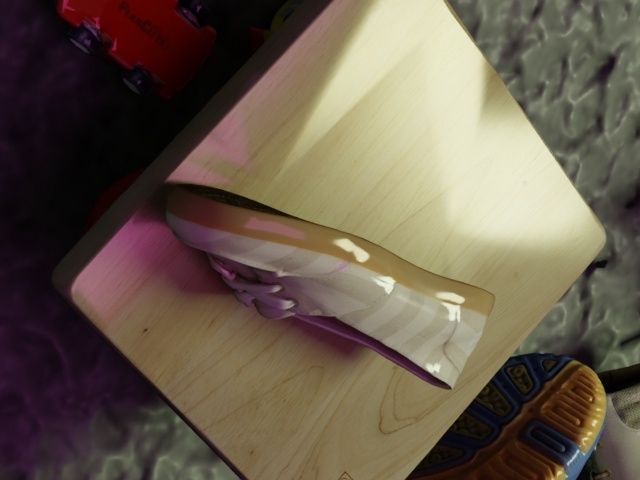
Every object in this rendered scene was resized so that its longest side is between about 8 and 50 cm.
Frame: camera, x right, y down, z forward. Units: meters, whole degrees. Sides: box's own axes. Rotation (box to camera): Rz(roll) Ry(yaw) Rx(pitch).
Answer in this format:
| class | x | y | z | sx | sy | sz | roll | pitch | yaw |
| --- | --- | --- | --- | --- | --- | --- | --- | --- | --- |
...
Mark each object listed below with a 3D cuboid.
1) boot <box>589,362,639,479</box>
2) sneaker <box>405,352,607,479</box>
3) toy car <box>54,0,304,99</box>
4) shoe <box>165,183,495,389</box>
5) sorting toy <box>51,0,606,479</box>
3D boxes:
| class | x | y | z | sx | sy | sz | roll | pitch | yaw |
| --- | --- | --- | --- | --- | --- | --- | --- | --- | --- |
| boot | 0.203 | 0.183 | 1.322 | 0.213 | 0.077 | 0.165 | -26 | 100 | 9 |
| sneaker | 0.090 | 0.207 | 1.257 | 0.296 | 0.112 | 0.131 | -48 | 144 | -10 |
| toy car | -0.060 | -0.058 | 1.076 | 0.239 | 0.053 | 0.225 | -1 | 107 | -34 |
| shoe | 0.006 | 0.026 | 0.955 | 0.219 | 0.076 | 0.058 | 22 | 88 | -39 |
| sorting toy | 0.000 | 0.000 | 1.046 | 0.257 | 0.089 | 0.255 | -48 | 126 | -11 |
